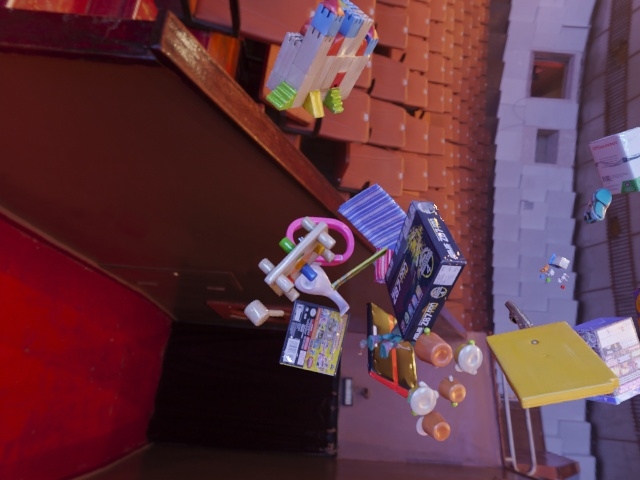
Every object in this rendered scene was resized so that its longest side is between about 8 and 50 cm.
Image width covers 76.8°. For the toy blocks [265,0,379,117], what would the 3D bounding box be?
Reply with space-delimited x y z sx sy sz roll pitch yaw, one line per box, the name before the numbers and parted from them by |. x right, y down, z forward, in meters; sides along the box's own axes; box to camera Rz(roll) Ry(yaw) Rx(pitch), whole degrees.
toy blocks | 0.027 -0.497 1.053 0.381 0.190 0.261 -33 162 -50

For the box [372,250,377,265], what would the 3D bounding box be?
box | 0.366 0.069 2.046 0.203 0.114 0.103 -32 165 -39

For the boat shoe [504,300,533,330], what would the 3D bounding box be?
boat shoe | 0.835 0.322 1.727 0.064 0.060 0.178 49 12 -24

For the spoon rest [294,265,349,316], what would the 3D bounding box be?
spoon rest | 0.002 0.204 1.705 0.137 0.276 0.084 -48 -178 14

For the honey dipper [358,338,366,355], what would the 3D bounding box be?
honey dipper | 0.205 0.537 2.003 0.161 0.030 0.031 94 0 -53

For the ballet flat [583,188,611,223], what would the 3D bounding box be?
ballet flat | 0.964 -0.119 1.416 0.188 0.070 0.070 -38 146 -36

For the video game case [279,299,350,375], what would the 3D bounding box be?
video game case | -0.023 0.415 1.726 0.035 0.247 0.275 157 -52 -82

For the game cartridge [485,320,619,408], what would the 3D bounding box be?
game cartridge | 0.734 0.394 1.314 0.324 0.284 0.053 -82 156 -68

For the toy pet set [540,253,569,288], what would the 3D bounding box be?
toy pet set | 0.891 0.110 1.552 0.114 0.122 0.065 -65 -165 0

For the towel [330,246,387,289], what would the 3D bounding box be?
towel | 0.137 0.101 1.420 0.021 0.237 0.102 55 -2 10

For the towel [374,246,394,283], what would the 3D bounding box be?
towel | 0.372 0.122 1.724 0.031 0.274 0.199 98 4 -46

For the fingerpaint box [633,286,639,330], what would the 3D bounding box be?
fingerpaint box | 1.241 0.173 1.199 0.445 0.370 0.163 54 39 -62

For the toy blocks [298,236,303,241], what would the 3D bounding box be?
toy blocks | -0.089 0.054 2.171 0.123 0.054 0.148 -59 140 -10

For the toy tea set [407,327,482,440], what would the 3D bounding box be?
toy tea set | 0.356 0.443 1.267 0.337 0.199 0.124 -67 -165 -3

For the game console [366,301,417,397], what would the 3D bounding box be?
game console | 0.335 0.525 1.942 0.060 0.341 0.387 -36 -147 33

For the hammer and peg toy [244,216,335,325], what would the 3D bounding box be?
hammer and peg toy | -0.105 0.105 1.300 0.361 0.127 0.266 -46 167 -9

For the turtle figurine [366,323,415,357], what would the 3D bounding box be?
turtle figurine | 0.302 0.372 1.517 0.175 0.233 0.118 -15 -99 61

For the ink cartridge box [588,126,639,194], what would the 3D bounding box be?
ink cartridge box | 1.073 -0.278 1.435 0.153 0.086 0.209 -146 -146 -86

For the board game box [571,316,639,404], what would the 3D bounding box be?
board game box | 1.191 0.487 1.672 0.141 0.231 0.292 148 -69 -68

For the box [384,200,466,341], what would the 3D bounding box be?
box | 0.345 0.110 1.415 0.319 0.097 0.395 -96 -166 -49

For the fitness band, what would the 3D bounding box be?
fitness band | 0.000 0.000 1.660 0.054 0.290 0.209 118 -28 -56

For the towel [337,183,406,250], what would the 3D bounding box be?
towel | 0.266 -0.076 1.778 0.243 0.336 0.040 -30 -156 41
